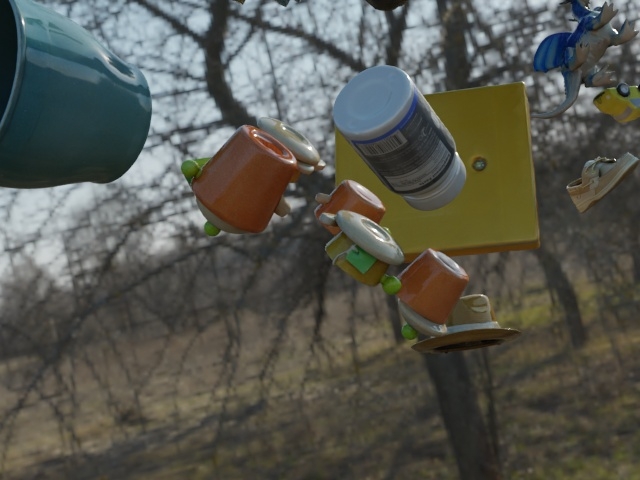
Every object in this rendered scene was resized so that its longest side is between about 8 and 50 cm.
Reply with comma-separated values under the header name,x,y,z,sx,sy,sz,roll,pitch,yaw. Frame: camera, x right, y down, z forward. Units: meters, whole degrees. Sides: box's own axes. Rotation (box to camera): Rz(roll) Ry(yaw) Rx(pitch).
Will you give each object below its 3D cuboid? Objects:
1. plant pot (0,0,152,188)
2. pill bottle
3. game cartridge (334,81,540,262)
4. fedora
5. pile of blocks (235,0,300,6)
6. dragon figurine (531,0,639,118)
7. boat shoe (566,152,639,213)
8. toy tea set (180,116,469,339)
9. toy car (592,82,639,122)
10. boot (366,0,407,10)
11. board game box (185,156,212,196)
name,x,y,z,sx,sy,sz,roll,pitch,yaw
plant pot,-0.384,-0.189,1.565,0.272,0.271,0.255,-15,-18,39
pill bottle,0.076,-0.089,1.037,0.078,0.078,0.137,-14,-37,26
game cartridge,0.185,-0.106,1.864,0.324,0.285,0.052,-6,-22,15
fedora,0.231,0.133,1.845,0.194,0.079,0.194,-8,-11,-2
pile of blocks,-0.018,-0.544,2.215,0.362,0.148,0.112,-25,-5,1
dragon figurine,0.380,-0.273,1.717,0.085,0.289,0.144,34,-16,-18
boat shoe,0.433,-0.098,1.783,0.063,0.059,0.170,-36,-8,-27
toy tea set,0.000,0.000,1.255,0.124,0.336,0.200,-54,-15,16
toy car,0.567,-0.222,1.871,0.239,0.053,0.225,-16,-15,8
boot,0.190,-0.600,1.762,0.146,0.367,0.445,28,-17,8
board game box,-0.171,-0.127,2.286,0.181,0.043,0.092,-7,-40,12
